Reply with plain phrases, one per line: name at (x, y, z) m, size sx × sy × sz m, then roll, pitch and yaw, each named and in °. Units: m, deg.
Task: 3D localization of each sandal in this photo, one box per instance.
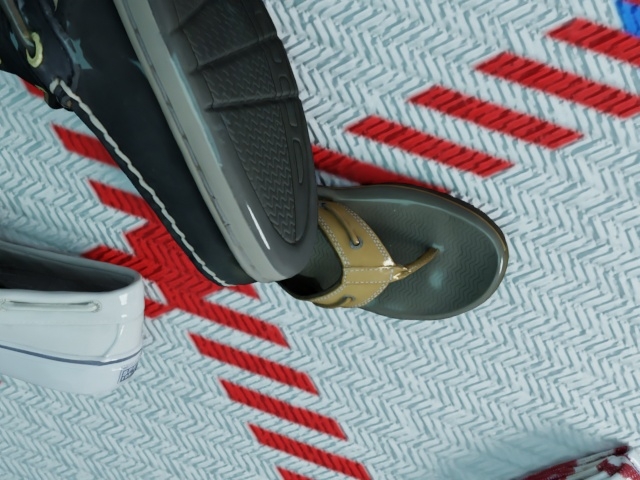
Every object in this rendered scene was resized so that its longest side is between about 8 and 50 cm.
sandal at (0.000, 0.000, 0.497) m, size 0.219 × 0.060 × 0.090 m, roll 19°, pitch 118°, yaw 3°

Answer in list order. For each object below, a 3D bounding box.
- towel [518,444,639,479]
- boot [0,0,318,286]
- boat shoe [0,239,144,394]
towel at (0.138, 0.302, 0.627) m, size 0.329 × 0.037 × 0.237 m, roll -32°, pitch 106°, yaw 23°
boot at (-0.192, -0.108, 0.444) m, size 0.284 × 0.138 × 0.377 m, roll -25°, pitch 104°, yaw 20°
boat shoe at (-0.245, 0.024, 0.545) m, size 0.267 × 0.096 × 0.088 m, roll 16°, pitch 113°, yaw 3°
